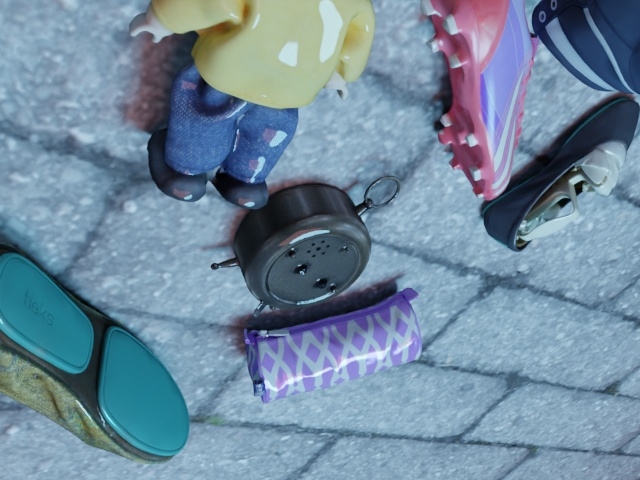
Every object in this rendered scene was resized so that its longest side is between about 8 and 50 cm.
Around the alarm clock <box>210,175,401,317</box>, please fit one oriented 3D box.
[{"bbox_3d":[0.000,0.000,0.753,0.192,0.064,0.129,-38,138,10],"label":"alarm clock"}]

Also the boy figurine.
[{"bbox_3d":[-0.042,-0.151,0.542,0.177,0.092,0.285,4,131,-30],"label":"boy figurine"}]

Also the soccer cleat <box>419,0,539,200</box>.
[{"bbox_3d":[0.152,-0.131,0.676,0.095,0.083,0.248,-28,138,-4],"label":"soccer cleat"}]

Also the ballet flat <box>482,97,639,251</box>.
[{"bbox_3d":[0.264,-0.059,0.814,0.203,0.074,0.074,-41,138,18],"label":"ballet flat"}]

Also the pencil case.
[{"bbox_3d":[0.012,0.116,0.870,0.206,0.086,0.088,-13,111,-16],"label":"pencil case"}]

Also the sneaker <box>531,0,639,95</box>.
[{"bbox_3d":[0.208,-0.224,0.529,0.099,0.153,0.282,-24,110,-13],"label":"sneaker"}]

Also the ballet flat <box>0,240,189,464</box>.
[{"bbox_3d":[-0.245,0.118,0.727,0.123,0.123,0.348,-28,141,3],"label":"ballet flat"}]
